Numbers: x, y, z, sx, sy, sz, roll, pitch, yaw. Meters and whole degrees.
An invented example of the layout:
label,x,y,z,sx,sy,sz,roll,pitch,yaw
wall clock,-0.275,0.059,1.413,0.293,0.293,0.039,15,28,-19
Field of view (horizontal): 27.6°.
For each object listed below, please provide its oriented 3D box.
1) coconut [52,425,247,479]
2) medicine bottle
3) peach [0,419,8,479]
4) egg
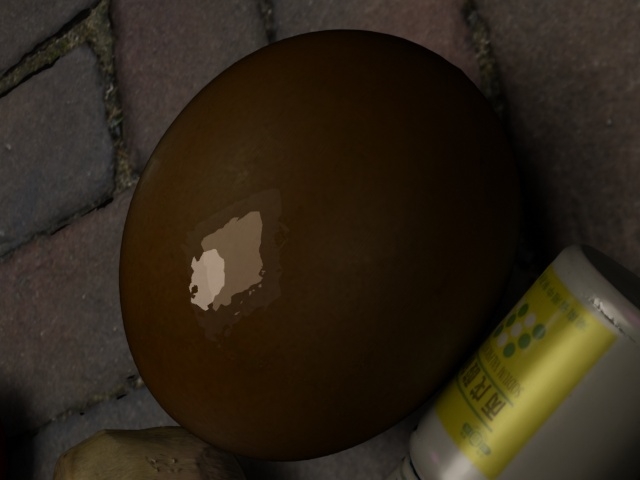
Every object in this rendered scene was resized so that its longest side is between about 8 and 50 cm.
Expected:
label,x,y,z,sx,sy,sz,roll,pitch,yaw
coconut,-0.133,0.242,1.096,0.194,0.194,0.194,-14,67,37
medicine bottle,0.150,0.139,0.913,0.258,0.143,0.143,-53,50,15
peach,-0.430,0.238,1.338,0.243,0.199,0.243,-35,17,12
egg,0.000,0.000,0.974,0.282,0.282,0.351,5,52,41
